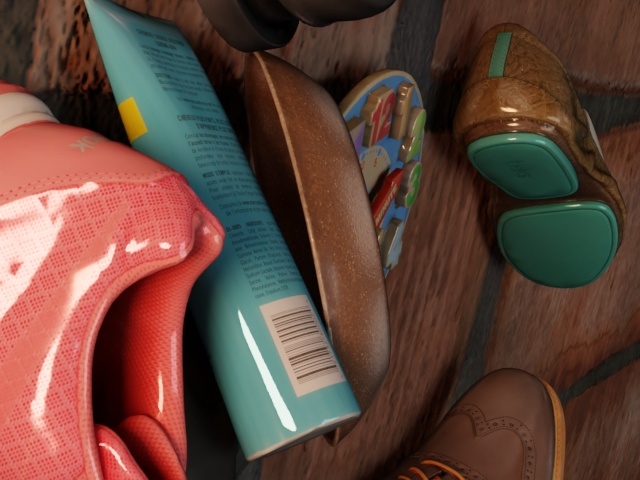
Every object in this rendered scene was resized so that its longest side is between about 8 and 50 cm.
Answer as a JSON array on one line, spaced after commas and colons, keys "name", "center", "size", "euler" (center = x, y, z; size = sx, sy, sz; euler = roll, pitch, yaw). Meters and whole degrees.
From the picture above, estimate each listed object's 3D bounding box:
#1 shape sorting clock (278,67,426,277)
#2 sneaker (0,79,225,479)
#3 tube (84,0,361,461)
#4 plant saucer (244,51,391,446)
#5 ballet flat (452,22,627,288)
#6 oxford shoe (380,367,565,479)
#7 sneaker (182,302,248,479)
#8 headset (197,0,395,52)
[{"name": "shape sorting clock", "center": [0.019, -0.006, 0.938], "size": [0.206, 0.040, 0.206], "euler": [-48, 147, -46]}, {"name": "sneaker", "center": [-0.121, 0.104, 0.555], "size": [0.116, 0.136, 0.314], "euler": [-5, 110, -66]}, {"name": "tube", "center": [-0.045, -0.011, 0.650], "size": [0.207, 0.052, 0.080], "euler": [68, 15, 11]}, {"name": "plant saucer", "center": [0.000, 0.000, 0.745], "size": [0.198, 0.036, 0.199], "euler": [168, -90, -82]}, {"name": "ballet flat", "center": [0.176, -0.070, 1.211], "size": [0.342, 0.116, 0.124], "euler": [46, 44, -61]}, {"name": "oxford shoe", "center": [0.093, 0.221, 1.169], "size": [0.364, 0.130, 0.133], "euler": [-57, 147, -35]}, {"name": "sneaker", "center": [-0.080, 0.103, 0.658], "size": [0.130, 0.109, 0.286], "euler": [63, 20, -45]}, {"name": "headset", "center": [0.021, -0.183, 0.609], "size": [0.394, 0.243, 0.185], "euler": [-14, 94, -45]}]
